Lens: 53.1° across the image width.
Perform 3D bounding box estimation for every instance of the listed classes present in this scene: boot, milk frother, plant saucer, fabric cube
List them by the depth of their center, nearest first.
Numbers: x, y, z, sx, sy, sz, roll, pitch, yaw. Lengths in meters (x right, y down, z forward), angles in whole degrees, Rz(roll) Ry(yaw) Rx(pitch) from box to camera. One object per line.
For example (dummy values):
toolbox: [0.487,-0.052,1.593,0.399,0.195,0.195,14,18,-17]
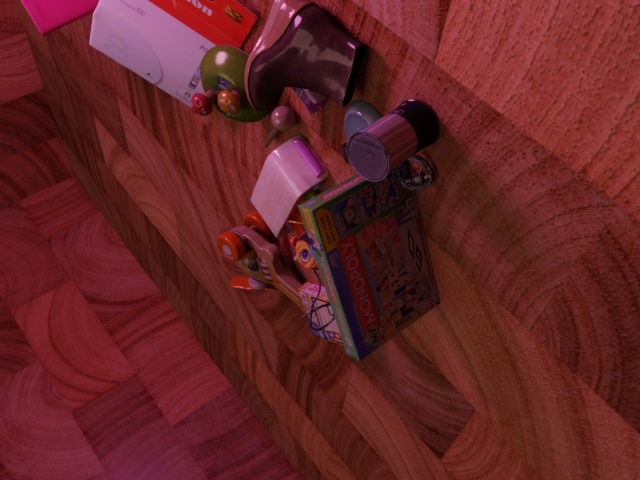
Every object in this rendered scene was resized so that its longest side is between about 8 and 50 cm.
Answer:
milk frother: [0.119,-0.128,1.021,0.143,0.135,0.129,57,146,-6]
boot: [-0.033,-0.293,1.147,0.207,0.090,0.248,44,135,23]
plant saucer: [0.079,-0.196,1.167,0.119,0.021,0.119,41,149,32]
fabric cube: [-0.652,-0.688,1.608,0.259,0.258,0.254,38,155,59]

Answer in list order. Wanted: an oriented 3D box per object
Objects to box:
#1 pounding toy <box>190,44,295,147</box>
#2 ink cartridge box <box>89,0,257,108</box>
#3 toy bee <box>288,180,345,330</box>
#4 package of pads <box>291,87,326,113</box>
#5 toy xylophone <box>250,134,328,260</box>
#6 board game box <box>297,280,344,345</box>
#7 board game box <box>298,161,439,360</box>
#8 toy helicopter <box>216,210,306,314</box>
pounding toy: [-0.185,-0.288,1.363,0.237,0.110,0.183,46,147,-11]
ink cartridge box: [-0.333,-0.455,1.396,0.308,0.091,0.385,32,160,-14]
toy bee: [0.000,0.000,1.285,0.162,0.298,0.195,38,-179,44]
package of pads: [-0.026,-0.292,1.242,0.083,0.032,0.050,56,157,8]
toy xylophone: [-0.066,-0.086,1.479,0.236,0.081,0.323,58,155,2]
board game box: [0.041,0.190,1.592,0.193,0.045,0.146,13,130,43]
board game box: [0.099,0.033,1.157,0.046,0.213,0.317,22,136,52]
toy helicopter: [-0.131,0.102,1.761,0.355,0.140,0.235,38,143,13]
